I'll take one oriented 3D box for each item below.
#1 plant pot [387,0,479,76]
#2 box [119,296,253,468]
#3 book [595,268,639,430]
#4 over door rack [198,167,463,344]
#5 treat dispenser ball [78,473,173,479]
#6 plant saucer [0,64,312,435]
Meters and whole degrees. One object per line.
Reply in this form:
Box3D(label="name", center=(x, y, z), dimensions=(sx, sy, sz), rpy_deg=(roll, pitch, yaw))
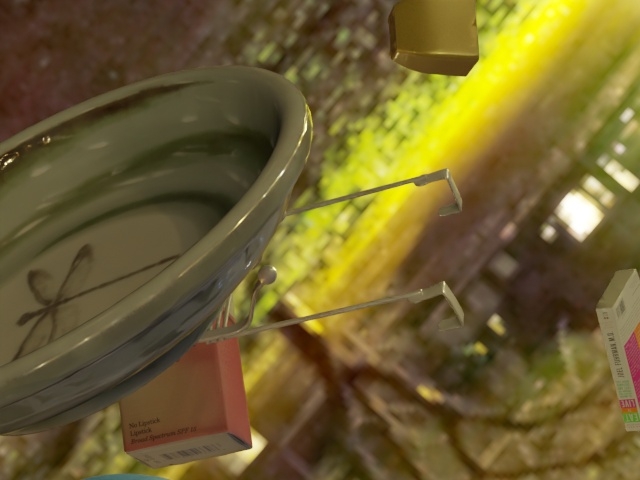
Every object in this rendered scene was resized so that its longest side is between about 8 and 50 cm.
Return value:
Box3D(label="plant pot", center=(0.113, -0.214, 1.777), dimensions=(0.083, 0.082, 0.081), rpy_deg=(-3, 172, -5))
Box3D(label="box", center=(-0.189, 0.174, 2.329), dimensions=(0.148, 0.232, 0.127), rpy_deg=(-13, 160, 10))
Box3D(label="book", center=(0.328, 0.115, 1.826), dimensions=(0.035, 0.144, 0.096), rpy_deg=(-7, -160, 28))
Box3D(label="over door rack", center=(0.000, 0.000, 1.994), dimensions=(0.239, 0.324, 0.108), rpy_deg=(-83, 166, -51))
Box3D(label="treat dispenser ball", center=(-0.171, 0.345, 1.494), dimensions=(0.288, 0.288, 0.288), rpy_deg=(-49, 174, -7))
Box3D(label="plant saucer", center=(-0.172, 0.027, 1.169), dimensions=(0.400, 0.101, 0.400), rpy_deg=(-23, -154, 12))
